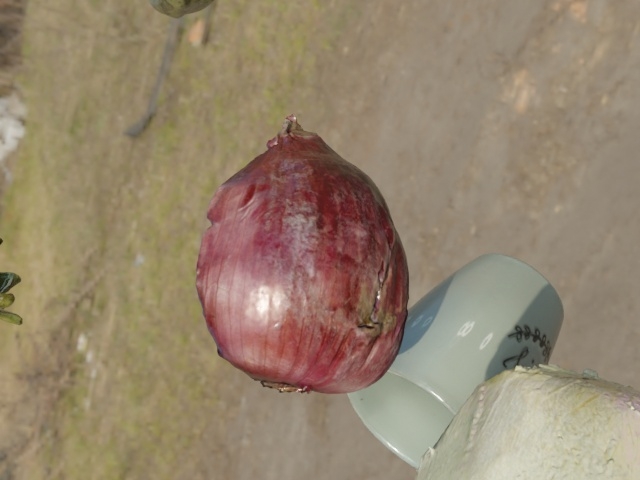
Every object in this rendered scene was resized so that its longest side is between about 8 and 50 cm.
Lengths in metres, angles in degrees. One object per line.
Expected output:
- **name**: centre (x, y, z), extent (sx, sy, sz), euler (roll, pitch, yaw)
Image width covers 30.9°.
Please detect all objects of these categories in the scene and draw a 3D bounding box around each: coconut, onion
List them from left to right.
- **onion**: centre (0.000, 0.000, 1.092), extent (0.120, 0.227, 0.284), euler (-20, 65, 41)
- **coconut**: centre (0.174, 0.203, 0.850), extent (0.227, 0.227, 0.230), euler (-60, 3, 40)

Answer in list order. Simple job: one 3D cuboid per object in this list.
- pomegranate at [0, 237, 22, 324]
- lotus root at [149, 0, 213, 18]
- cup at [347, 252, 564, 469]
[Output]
- **pomegranate**: centre (-0.402, 0.121, 1.075), extent (0.231, 0.285, 0.231), euler (59, 163, 30)
- **lotus root**: centre (-0.098, -0.231, 0.854), extent (0.081, 0.089, 0.179), euler (59, 154, 15)
- **cup**: centre (0.181, 0.165, 1.376), extent (0.186, 0.234, 0.258), euler (18, 140, 38)
